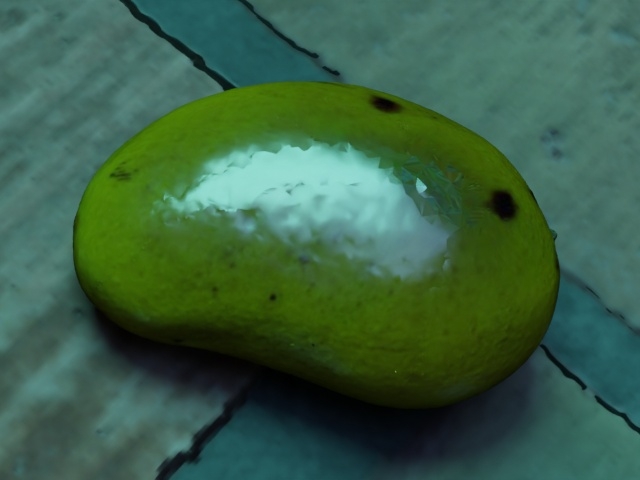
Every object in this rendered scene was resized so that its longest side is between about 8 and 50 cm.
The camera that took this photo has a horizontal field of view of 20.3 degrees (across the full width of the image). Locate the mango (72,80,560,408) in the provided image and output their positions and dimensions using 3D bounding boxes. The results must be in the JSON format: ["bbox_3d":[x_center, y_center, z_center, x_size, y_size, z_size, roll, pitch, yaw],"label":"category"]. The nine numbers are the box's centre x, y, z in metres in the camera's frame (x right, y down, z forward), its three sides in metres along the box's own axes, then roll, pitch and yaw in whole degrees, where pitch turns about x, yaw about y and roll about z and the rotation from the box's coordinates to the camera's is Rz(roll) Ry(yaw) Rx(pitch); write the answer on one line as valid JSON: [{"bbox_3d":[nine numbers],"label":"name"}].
[{"bbox_3d":[0.002,-0.003,0.658,0.178,0.090,0.115,15,66,-1],"label":"mango"}]
